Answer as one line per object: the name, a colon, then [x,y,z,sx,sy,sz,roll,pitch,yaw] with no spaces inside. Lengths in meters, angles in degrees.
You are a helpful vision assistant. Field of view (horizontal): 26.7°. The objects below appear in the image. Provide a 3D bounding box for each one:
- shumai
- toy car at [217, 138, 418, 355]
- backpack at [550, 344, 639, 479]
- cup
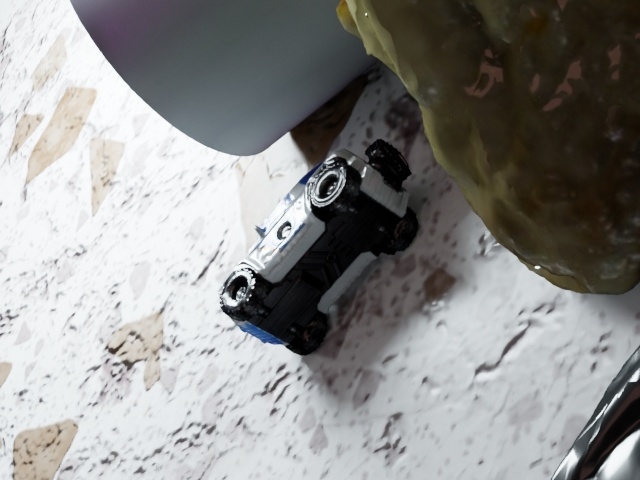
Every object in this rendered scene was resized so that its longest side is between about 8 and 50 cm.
shumai: [0.116,-0.140,0.775,0.267,0.262,0.314,-5,70,57]
toy car: [0.000,0.000,0.977,0.171,0.080,0.070,-50,37,12]
backpack: [0.288,0.042,0.476,0.446,0.254,0.363,-65,33,14]
cup: [-0.005,-0.258,1.029,0.371,0.253,0.253,-36,41,25]
